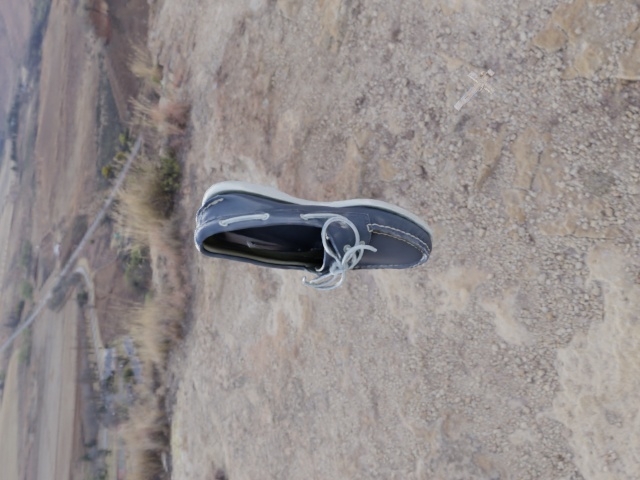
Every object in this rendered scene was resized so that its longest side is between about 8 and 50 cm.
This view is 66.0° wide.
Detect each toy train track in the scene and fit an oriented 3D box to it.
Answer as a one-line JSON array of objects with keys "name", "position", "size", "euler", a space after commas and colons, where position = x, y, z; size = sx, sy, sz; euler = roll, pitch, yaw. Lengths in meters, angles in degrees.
[{"name": "toy train track", "position": [0.237, -0.233, 0.754], "size": [0.048, 0.014, 0.083], "euler": [43, 84, 11]}]

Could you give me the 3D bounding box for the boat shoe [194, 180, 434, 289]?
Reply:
[{"name": "boat shoe", "position": [0.000, 0.000, 0.512], "size": [0.079, 0.255, 0.095], "euler": [-92, 20, -46]}]
